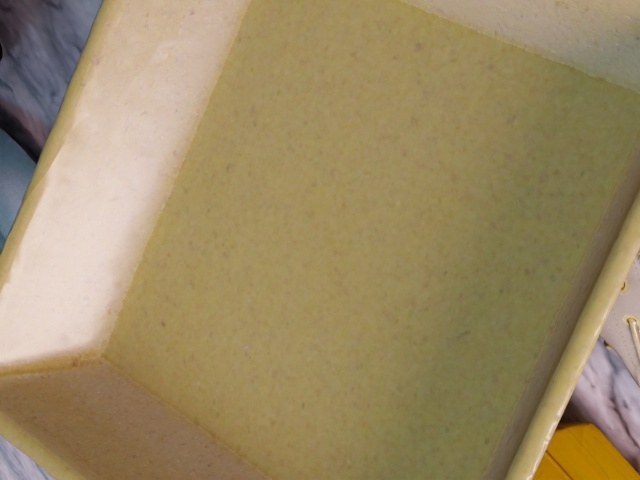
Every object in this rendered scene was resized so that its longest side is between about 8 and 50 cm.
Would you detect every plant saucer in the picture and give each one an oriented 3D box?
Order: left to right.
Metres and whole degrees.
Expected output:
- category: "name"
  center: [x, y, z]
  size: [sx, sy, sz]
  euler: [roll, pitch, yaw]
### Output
- category: "plant saucer"
  center: [-0.239, -0.005, 1.021]
  size: [0.195, 0.037, 0.195]
  euler: [36, 146, 30]
- category: "plant saucer"
  center: [0.000, 0.000, 0.649]
  size: [0.332, 0.081, 0.333]
  euler: [29, 99, 35]

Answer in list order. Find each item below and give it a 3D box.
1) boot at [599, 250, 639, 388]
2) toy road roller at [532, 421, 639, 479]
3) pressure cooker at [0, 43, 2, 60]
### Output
- category: "boot"
  center: [0.141, 0.034, 0.687]
  size: [0.165, 0.077, 0.213]
  euler: [5, 121, 40]
- category: "toy road roller"
  center: [0.055, 0.188, 0.825]
  size: [0.329, 0.202, 0.240]
  euler: [47, 160, -4]
- category: "pressure cooker"
  center: [-0.457, -0.140, 0.813]
  size: [0.420, 0.375, 0.370]
  euler: [46, 172, -16]
